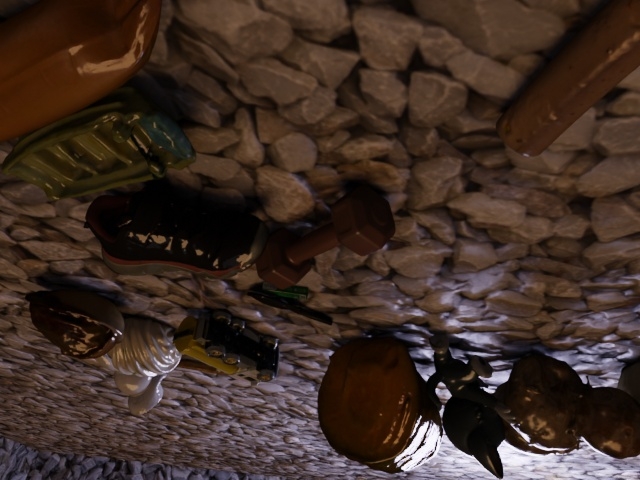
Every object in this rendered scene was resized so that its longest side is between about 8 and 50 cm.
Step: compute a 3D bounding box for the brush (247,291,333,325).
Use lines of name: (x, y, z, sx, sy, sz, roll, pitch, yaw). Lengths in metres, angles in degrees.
brush: (-0.049, 0.131, 1.067, 0.193, 0.016, 0.063, 22, 169, -31)

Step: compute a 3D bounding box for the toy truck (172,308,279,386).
toy truck: (-0.193, 0.228, 1.188, 0.114, 0.098, 0.227, -24, 136, 32)

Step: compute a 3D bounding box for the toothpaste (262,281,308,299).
toothpaste: (-0.064, 0.091, 1.017, 0.083, 0.017, 0.020, 8, 151, 1)

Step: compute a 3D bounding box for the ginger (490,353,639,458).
ginger: (0.457, 0.356, 1.154, 0.256, 0.176, 0.375, 31, 154, 2)

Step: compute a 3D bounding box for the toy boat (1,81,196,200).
toy boat: (-0.262, -0.119, 0.678, 0.276, 0.084, 0.111, -9, 147, 31)

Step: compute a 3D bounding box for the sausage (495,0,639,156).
sausage: (0.262, -0.175, 0.475, 0.065, 0.066, 0.301, 18, 145, -15)

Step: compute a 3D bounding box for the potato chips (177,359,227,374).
potato chips: (-0.272, 0.321, 1.426, 0.204, 0.026, 0.037, 2, 144, 12)

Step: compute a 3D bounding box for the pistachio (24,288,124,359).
pistachio: (-0.498, 0.160, 1.133, 0.210, 0.131, 0.165, 28, 154, -2)

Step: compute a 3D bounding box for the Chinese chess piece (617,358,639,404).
Chinese chess piece: (0.713, 0.302, 1.087, 0.249, 0.103, 0.250, 5, 147, 3)

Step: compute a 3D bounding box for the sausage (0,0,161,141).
sausage: (-0.252, -0.179, 0.546, 0.328, 0.112, 0.112, -12, 142, 30)

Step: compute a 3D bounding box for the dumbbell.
dumbbell: (0.000, 0.000, 0.795, 0.082, 0.092, 0.231, -1, 163, -46)

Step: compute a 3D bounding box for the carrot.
carrot: (0.123, 0.352, 1.180, 0.241, 0.242, 0.341, -5, 148, 21)

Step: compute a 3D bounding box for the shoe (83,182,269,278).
shoe: (-0.210, -0.023, 0.794, 0.290, 0.114, 0.137, 0, 142, 20)

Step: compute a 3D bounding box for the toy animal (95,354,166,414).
toy animal: (-0.497, 0.328, 1.450, 0.103, 0.130, 0.221, 17, 140, 60)

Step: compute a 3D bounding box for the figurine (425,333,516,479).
figurine: (0.285, 0.315, 1.088, 0.265, 0.140, 0.193, 53, 168, -17)

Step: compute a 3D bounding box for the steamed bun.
steamed bun: (-0.402, 0.249, 1.269, 0.182, 0.106, 0.183, 7, 150, 4)
